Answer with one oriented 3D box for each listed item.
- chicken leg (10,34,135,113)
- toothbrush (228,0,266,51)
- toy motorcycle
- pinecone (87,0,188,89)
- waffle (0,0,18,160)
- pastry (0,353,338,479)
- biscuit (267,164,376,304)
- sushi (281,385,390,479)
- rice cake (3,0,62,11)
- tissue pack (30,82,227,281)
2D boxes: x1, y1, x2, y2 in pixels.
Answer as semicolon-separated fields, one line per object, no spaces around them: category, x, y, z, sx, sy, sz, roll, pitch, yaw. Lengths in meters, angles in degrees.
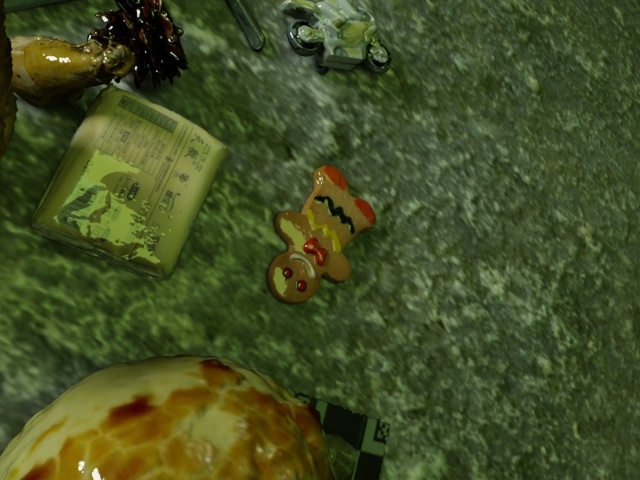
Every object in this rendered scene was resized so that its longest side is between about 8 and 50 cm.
chicken leg;-0.300;-0.205;0.624;0.101;0.208;0.085;42;59;-58
toothbrush;-0.170;-0.449;0.841;0.030;0.030;0.297;-31;100;-6
toy motorcycle;0.033;-0.381;0.930;0.229;0.074;0.151;1;78;-31
pinecone;-0.248;-0.274;0.700;0.121;0.140;0.140;-28;97;-5
waffle;-0.367;-0.109;0.486;0.091;0.308;0.212;16;72;-25
pastry;-0.149;0.305;0.524;0.389;0.313;0.388;2;80;-14
biscuit;0.000;0.000;0.860;0.165;0.036;0.250;44;61;-17
sushi;-0.016;0.418;0.731;0.296;0.100;0.372;28;67;-25
rice cake;-0.384;-0.327;0.679;0.171;0.033;0.029;-31;94;-32
tissue pack;-0.246;-0.076;0.686;0.186;0.090;0.222;26;67;-23
